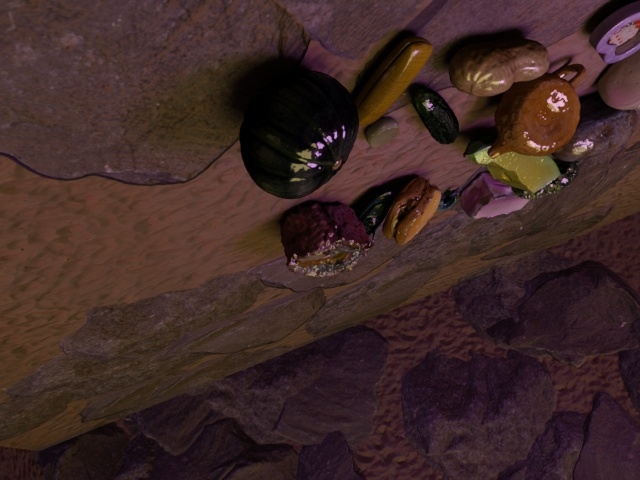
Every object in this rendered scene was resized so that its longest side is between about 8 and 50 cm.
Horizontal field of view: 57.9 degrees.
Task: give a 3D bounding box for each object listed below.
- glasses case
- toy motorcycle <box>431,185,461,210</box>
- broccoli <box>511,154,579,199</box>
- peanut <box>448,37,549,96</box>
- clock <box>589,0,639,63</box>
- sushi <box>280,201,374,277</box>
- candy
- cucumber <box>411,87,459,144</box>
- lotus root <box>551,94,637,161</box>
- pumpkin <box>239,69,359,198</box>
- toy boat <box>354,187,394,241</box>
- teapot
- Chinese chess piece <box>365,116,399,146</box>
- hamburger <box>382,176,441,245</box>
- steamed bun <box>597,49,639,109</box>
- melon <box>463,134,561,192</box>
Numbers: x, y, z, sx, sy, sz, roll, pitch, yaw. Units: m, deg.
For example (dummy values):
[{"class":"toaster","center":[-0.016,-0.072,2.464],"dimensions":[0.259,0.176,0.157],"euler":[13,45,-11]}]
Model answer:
[{"class":"glasses case","center":[0.134,-0.315,1.166],"dimensions":[0.079,0.064,0.234],"euler":[-13,157,-37]},{"class":"toy motorcycle","center":[0.398,-0.136,1.923],"dimensions":[0.173,0.058,0.100],"euler":[-1,144,-43]},{"class":"broccoli","center":[0.711,-0.234,1.831],"dimensions":[0.176,0.198,0.226],"euler":[5,130,-33]},{"class":"peanut","center":[0.384,-0.369,1.230],"dimensions":[0.236,0.120,0.110],"euler":[-12,118,-16]},{"class":"clock","center":[0.717,-0.503,1.345],"dimensions":[0.172,0.064,0.198],"euler":[-37,157,31]},{"class":"sushi","center":[0.000,0.000,1.661],"dimensions":[0.236,0.170,0.270],"euler":[-36,155,30]},{"class":"candy","center":[0.631,-0.166,2.018],"dimensions":[0.265,0.115,0.155],"euler":[-13,158,-29]},{"class":"cucumber","center":[0.269,-0.297,1.356],"dimensions":[0.074,0.074,0.241],"euler":[-30,158,17]},{"class":"lotus root","center":[0.788,-0.323,1.705],"dimensions":[0.350,0.175,0.175],"euler":[-24,161,-13]},{"class":"pumpkin","center":[-0.044,-0.198,1.078],"dimensions":[0.250,0.216,0.250],"euler":[-34,141,-34]},{"class":"toy boat","center":[0.152,-0.074,1.744],"dimensions":[0.093,0.103,0.246],"euler":[-2,148,-29]},{"class":"teapot","center":[0.540,-0.329,1.470],"dimensions":[0.203,0.167,0.311],"euler":[39,93,-22]},{"class":"Chinese chess piece","center":[0.146,-0.257,1.373],"dimensions":[0.084,0.034,0.084],"euler":[-23,162,-8]},{"class":"hamburger","center":[0.275,-0.089,1.732],"dimensions":[0.213,0.108,0.213],"euler":[-53,167,-18]},{"class":"steamed bun","center":[0.890,-0.445,1.556],"dimensions":[0.170,0.152,0.238],"euler":[-14,160,-28]},{"class":"melon","center":[0.529,-0.238,1.649],"dimensions":[0.323,0.124,0.196],"euler":[20,177,-44]}]
